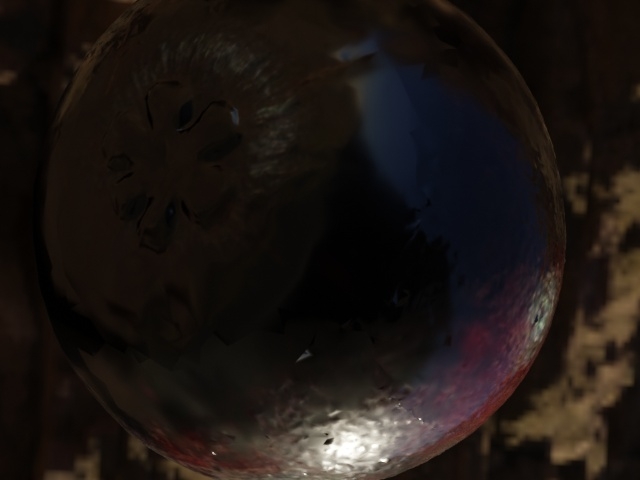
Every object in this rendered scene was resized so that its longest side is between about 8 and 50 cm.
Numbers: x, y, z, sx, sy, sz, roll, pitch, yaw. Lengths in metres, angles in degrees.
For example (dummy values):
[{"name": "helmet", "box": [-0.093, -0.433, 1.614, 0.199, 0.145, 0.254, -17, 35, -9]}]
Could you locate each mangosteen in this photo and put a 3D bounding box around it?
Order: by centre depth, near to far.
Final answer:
[{"name": "mangosteen", "box": [-0.002, -0.002, 1.018, 0.300, 0.300, 0.300, -176, -90, -78]}]
